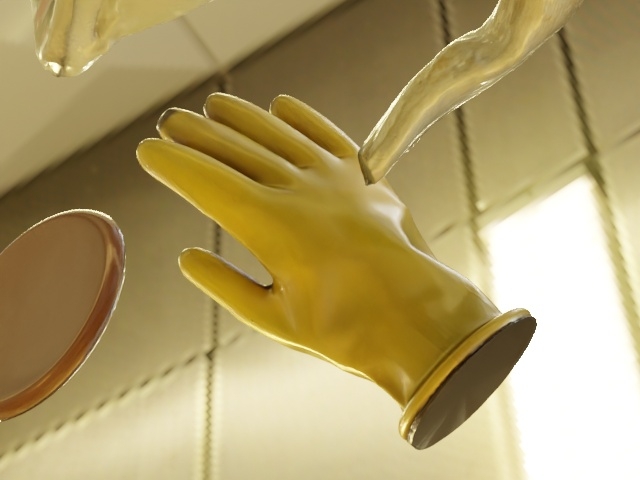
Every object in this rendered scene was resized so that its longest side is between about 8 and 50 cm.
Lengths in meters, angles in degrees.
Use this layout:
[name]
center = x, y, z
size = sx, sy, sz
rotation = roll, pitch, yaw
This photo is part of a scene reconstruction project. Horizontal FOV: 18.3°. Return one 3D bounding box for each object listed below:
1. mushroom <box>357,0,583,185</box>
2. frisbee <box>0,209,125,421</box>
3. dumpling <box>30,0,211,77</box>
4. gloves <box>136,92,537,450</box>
[mushroom]
center = 0.090, -0.111, 1.266
size = 0.202, 0.054, 0.059
rotation = -45, 176, 16
[frisbee]
center = -0.294, 0.072, 2.023
size = 0.251, 0.021, 0.250
rotation = -27, -139, 27
[dumpling]
center = -0.074, -0.272, 1.149
size = 0.260, 0.181, 0.341
rotation = 64, -36, 42
[gloves]
center = 0.001, 0.000, 1.349
size = 0.133, 0.294, 0.116
rotation = -26, 152, -47
